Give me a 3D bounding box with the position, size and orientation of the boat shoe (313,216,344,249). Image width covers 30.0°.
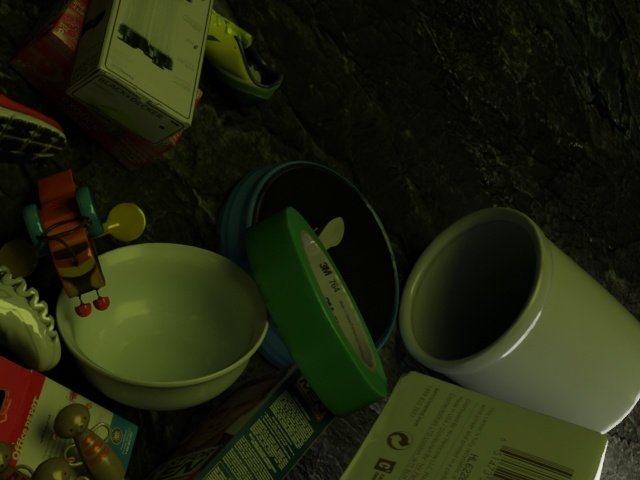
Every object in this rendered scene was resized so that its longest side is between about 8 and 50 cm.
[{"bbox_3d":[0.000,0.000,2.005,0.125,0.038,0.046,-51,130,-45],"label":"boat shoe"}]

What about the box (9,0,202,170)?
[{"bbox_3d":[-0.322,-0.246,1.819,0.257,0.123,0.128,43,46,-26],"label":"box"}]

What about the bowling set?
[{"bbox_3d":[-0.337,0.319,1.412,0.287,0.200,0.154,-40,116,-24],"label":"bowling set"}]

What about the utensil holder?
[{"bbox_3d":[0.393,0.171,2.252,0.385,0.328,0.327,35,50,-33],"label":"utensil holder"}]

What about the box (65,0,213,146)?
[{"bbox_3d":[-0.257,-0.304,1.753,0.169,0.087,0.290,30,51,-36],"label":"box"}]

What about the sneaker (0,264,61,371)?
[{"bbox_3d":[-0.457,0.068,1.554,0.292,0.110,0.118,50,50,-7],"label":"sneaker"}]

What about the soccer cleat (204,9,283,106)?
[{"bbox_3d":[-0.176,-0.351,2.028,0.289,0.121,0.093,47,44,-22],"label":"soccer cleat"}]

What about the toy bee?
[{"bbox_3d":[-0.345,0.018,1.622,0.298,0.195,0.162,-71,148,-65],"label":"toy bee"}]

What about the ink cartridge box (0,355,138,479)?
[{"bbox_3d":[-0.365,0.263,1.571,0.231,0.078,0.134,36,50,-31],"label":"ink cartridge box"}]

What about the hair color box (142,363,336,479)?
[{"bbox_3d":[-0.137,0.322,1.719,0.105,0.174,0.347,58,41,-9],"label":"hair color box"}]

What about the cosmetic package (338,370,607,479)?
[{"bbox_3d":[0.203,0.477,1.774,0.329,0.327,0.393,-51,149,-47],"label":"cosmetic package"}]

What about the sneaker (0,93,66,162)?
[{"bbox_3d":[-0.470,-0.198,1.658,0.279,0.107,0.118,24,47,-42],"label":"sneaker"}]

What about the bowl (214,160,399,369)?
[{"bbox_3d":[-0.010,0.044,2.061,0.391,0.077,0.391,22,57,-39],"label":"bowl"}]

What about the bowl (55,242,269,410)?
[{"bbox_3d":[-0.225,0.143,1.693,0.298,0.134,0.298,6,37,-5],"label":"bowl"}]

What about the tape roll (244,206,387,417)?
[{"bbox_3d":[-0.005,0.106,1.798,0.321,0.077,0.321,61,8,-15],"label":"tape roll"}]
